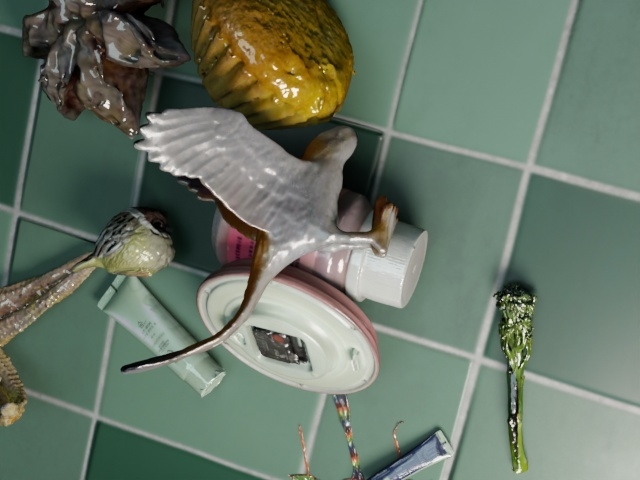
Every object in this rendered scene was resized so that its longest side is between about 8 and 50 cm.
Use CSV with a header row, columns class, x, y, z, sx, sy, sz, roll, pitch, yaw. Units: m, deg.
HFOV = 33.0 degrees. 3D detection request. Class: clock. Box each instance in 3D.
class,x,y,z,sx,sy,sz,roll,pitch,yaw
clock,-0.040,0.114,1.328,0.244,0.056,0.244,20,147,13

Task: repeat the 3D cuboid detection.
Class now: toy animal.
class,x,y,z,sx,sy,sz,roll,pitch,yaw
toy animal,-0.262,0.001,1.433,0.137,0.098,0.098,-2,98,0
toy animal,-0.061,0.007,1.182,0.302,0.225,0.284,2,82,-3

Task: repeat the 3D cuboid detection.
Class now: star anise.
class,x,y,z,sx,sy,sz,roll,pitch,yaw
star anise,-0.283,-0.293,1.360,0.332,0.118,0.331,4,96,36

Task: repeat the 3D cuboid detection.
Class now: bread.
class,x,y,z,sx,sy,sz,roll,pitch,yaw
bread,-0.064,-0.229,1.265,0.139,0.240,0.240,-35,86,26

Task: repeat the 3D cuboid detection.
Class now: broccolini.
class,x,y,z,sx,sy,sz,roll,pitch,yaw
broccolini,0.243,0.171,1.321,0.054,0.051,0.239,-8,99,-25

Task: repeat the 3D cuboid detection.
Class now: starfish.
class,x,y,z,sx,sy,sz,roll,pitch,yaw
starfish,-0.518,0.105,1.522,0.398,0.132,0.383,34,100,25

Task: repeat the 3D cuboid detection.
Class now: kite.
class,x,y,z,sx,sy,sz,roll,pitch,yaw
kite,0.048,0.296,1.421,0.198,0.006,0.244,-5,96,19

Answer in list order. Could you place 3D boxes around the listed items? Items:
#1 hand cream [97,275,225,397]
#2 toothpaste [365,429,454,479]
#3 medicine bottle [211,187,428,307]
class,x,y,z,sx,sy,sz,roll,pitch,yaw
hand cream,-0.216,0.127,1.464,0.205,0.050,0.078,42,111,13
toothpaste,0.106,0.293,1.388,0.140,0.021,0.037,-34,86,13
medicine bottle,0.000,0.000,1.323,0.247,0.147,0.147,16,103,16
